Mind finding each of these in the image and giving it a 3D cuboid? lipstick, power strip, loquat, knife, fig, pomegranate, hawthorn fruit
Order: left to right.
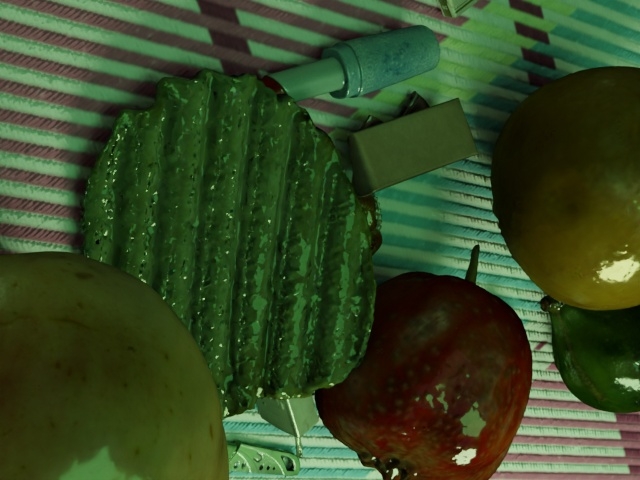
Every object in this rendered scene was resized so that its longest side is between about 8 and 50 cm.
[{"bbox_3d":[-0.287,0.190,1.585,0.411,0.411,0.411,-19,120,-37],"label":"pomegranate"},{"bbox_3d":[-0.122,0.263,2.009,0.293,0.020,0.043,17,93,-47],"label":"knife"},{"bbox_3d":[-0.044,0.201,2.016,0.042,0.075,0.175,-37,129,-29],"label":"power strip"},{"bbox_3d":[0.017,-0.196,1.916,0.274,0.061,0.068,-20,109,-32],"label":"lipstick"},{"bbox_3d":[0.146,0.149,2.063,0.287,0.287,0.330,46,61,-44],"label":"hawthorn fruit"},{"bbox_3d":[0.418,0.140,2.364,0.195,0.195,0.245,-50,114,-17],"label":"fig"},{"bbox_3d":[0.377,-0.069,2.127,0.328,0.328,0.328,-19,120,-37],"label":"loquat"}]

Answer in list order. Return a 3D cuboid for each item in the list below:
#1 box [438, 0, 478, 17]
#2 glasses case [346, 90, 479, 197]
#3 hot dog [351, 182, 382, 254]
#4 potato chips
[{"bbox_3d":[0.170,-0.384,2.004,0.109,0.029,0.198,-39,129,-25],"label":"box"},{"bbox_3d":[0.096,-0.124,2.026,0.193,0.070,0.102,-22,92,-37],"label":"glasses case"},{"bbox_3d":[0.000,0.000,1.987,0.191,0.059,0.108,-23,115,-34],"label":"hot dog"},{"bbox_3d":[-0.103,0.016,1.843,0.358,0.070,0.429,-5,109,-24],"label":"potato chips"}]
